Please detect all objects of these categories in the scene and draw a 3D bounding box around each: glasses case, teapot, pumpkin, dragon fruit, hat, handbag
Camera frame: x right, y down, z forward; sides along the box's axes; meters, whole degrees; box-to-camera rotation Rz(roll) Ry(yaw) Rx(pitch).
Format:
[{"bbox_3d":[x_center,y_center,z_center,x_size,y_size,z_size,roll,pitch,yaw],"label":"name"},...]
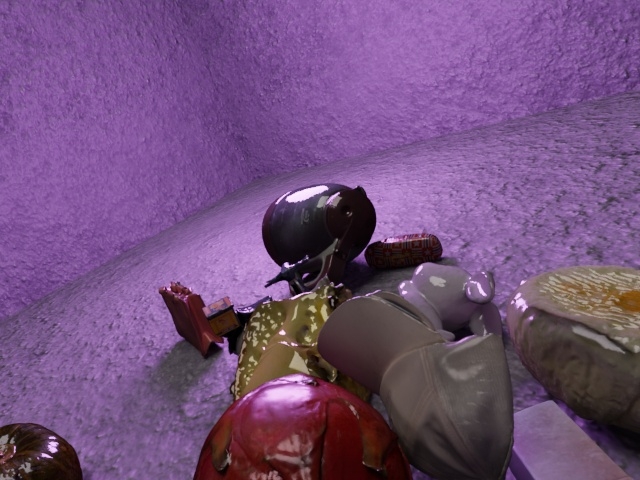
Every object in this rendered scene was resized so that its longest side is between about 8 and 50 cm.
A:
[{"bbox_3d":[0.194,0.028,1.195,0.194,0.073,0.049,-11,29,31],"label":"glasses case"},{"bbox_3d":[0.000,0.000,1.247,0.312,0.233,0.315,-12,56,61],"label":"teapot"},{"bbox_3d":[-0.493,0.397,0.776,0.219,0.162,0.219,5,13,-1],"label":"pumpkin"},{"bbox_3d":[-0.022,0.258,0.505,0.241,0.241,0.252,-18,-1,11],"label":"dragon fruit"},{"bbox_3d":[0.091,0.178,0.565,0.226,0.219,0.164,9,45,13],"label":"hat"},{"bbox_3d":[-0.319,0.181,1.194,0.059,0.157,0.212,-30,20,-27],"label":"handbag"}]

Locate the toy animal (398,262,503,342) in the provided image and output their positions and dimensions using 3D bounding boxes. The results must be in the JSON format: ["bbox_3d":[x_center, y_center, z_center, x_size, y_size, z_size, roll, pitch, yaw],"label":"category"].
[{"bbox_3d":[0.193,0.122,0.822,0.193,0.127,0.178,-23,19,-10],"label":"toy animal"}]

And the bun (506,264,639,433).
[{"bbox_3d":[0.340,0.129,0.594,0.243,0.153,0.244,0,18,0],"label":"bun"}]

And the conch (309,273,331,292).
[{"bbox_3d":[-0.056,0.186,0.923,0.234,0.137,0.114,-34,-3,31],"label":"conch"}]

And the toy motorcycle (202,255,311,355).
[{"bbox_3d":[-0.095,0.146,1.042,0.263,0.157,0.091,-28,20,-15],"label":"toy motorcycle"}]

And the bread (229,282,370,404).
[{"bbox_3d":[-0.031,0.208,0.782,0.204,0.163,0.262,-13,42,21],"label":"bread"}]

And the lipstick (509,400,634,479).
[{"bbox_3d":[0.258,0.269,0.381,0.076,0.080,0.371,-22,16,0],"label":"lipstick"}]
